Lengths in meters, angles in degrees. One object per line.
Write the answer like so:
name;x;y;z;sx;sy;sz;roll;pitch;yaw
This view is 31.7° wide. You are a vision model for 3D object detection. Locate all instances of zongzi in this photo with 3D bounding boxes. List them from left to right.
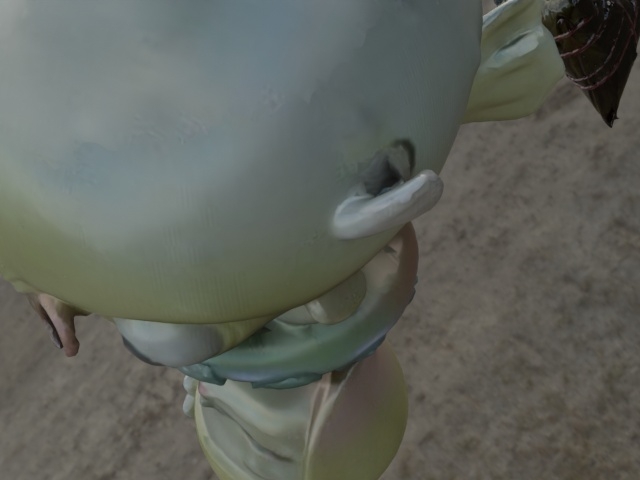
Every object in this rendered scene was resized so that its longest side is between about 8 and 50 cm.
zongzi;0.136;-0.094;0.562;0.067;0.083;0.074;9;98;62

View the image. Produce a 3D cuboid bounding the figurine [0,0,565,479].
figurine;0.000;0.000;0.511;0.274;0.394;0.227;-26;49;-18
